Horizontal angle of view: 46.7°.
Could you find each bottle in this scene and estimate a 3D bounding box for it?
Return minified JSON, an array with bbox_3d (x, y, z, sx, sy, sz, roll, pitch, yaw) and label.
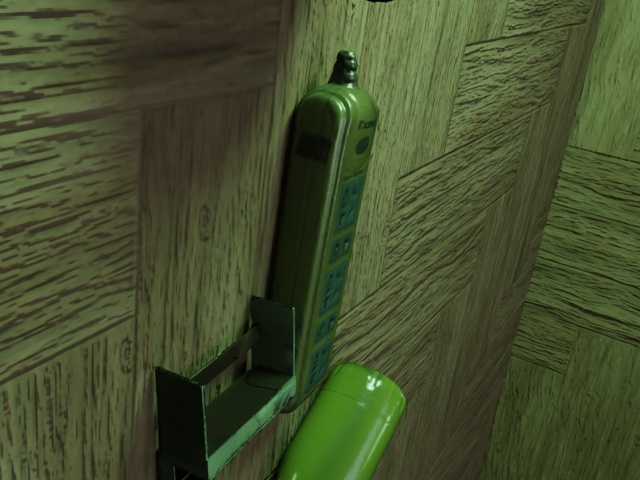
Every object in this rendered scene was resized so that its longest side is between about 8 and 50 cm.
[{"bbox_3d":[0.008,0.285,0.928,0.260,0.112,0.112,-58,152,-26],"label":"bottle"}]

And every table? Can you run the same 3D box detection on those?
[{"bbox_3d":[-0.087,0.164,0.712,0.146,0.062,0.175,-36,136,-51],"label":"table"}]

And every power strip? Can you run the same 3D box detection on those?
[{"bbox_3d":[0.000,0.000,0.768,0.092,0.066,0.387,-29,132,-58],"label":"power strip"}]

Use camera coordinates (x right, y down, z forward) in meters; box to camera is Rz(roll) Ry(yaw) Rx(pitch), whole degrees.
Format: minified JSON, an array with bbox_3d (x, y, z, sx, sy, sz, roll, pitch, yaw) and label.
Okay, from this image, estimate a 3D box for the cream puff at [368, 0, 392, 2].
[{"bbox_3d":[0.042,-0.295,0.524,0.239,0.165,0.239,-51,153,-40],"label":"cream puff"}]
